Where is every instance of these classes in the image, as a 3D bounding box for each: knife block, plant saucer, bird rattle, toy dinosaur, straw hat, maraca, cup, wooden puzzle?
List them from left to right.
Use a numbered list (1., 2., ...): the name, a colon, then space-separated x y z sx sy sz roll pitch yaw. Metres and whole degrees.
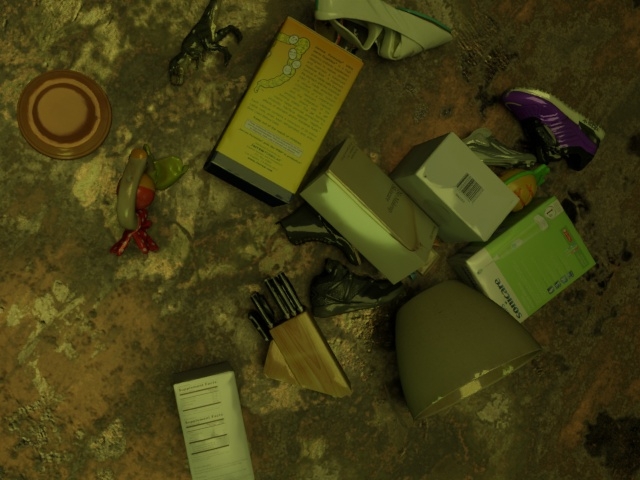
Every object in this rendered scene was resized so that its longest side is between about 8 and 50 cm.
1. plant saucer: -0.559 -0.276 1.661 0.200 0.037 0.199 0 90 -13
2. bird rattle: -0.398 -0.092 1.626 0.143 0.207 0.253 20 76 5
3. toy dinosaur: -0.245 -0.461 1.726 0.118 0.064 0.268 26 81 -6
4. knife block: -0.037 0.206 1.735 0.276 0.088 0.242 16 94 1
5. straw hat: 0.015 -0.534 1.780 0.061 0.144 0.144 33 80 29
6. wooden puzzle: 0.248 0.038 1.868 0.116 0.014 0.078 -42 95 -10
7. cup: 0.301 0.232 1.753 0.331 0.331 0.236 -25 70 -12
8. maraca: 0.486 -0.130 1.876 0.186 0.127 0.099 -24 64 -19

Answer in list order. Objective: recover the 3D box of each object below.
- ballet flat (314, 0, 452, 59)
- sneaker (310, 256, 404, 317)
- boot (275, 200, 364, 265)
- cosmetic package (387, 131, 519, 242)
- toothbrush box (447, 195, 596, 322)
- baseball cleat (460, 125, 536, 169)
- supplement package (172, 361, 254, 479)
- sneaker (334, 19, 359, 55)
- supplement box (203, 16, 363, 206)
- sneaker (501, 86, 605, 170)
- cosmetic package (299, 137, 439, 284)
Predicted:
1. ballet flat: 0.136 -0.487 1.742 0.400 0.139 0.139 14 87 -39
2. sneaker: 0.083 0.097 1.790 0.228 0.087 0.130 -10 99 -8
3. boot: 0.000 0.000 1.784 0.137 0.077 0.197 -33 84 -7
4. cosmetic package: 0.298 -0.116 1.771 0.224 0.225 0.138 43 78 -10
5. toothbrush box: 0.493 0.052 1.871 0.283 0.122 0.206 -36 98 -12
6. baseball cleat: 0.441 -0.230 1.885 0.206 0.072 0.109 0 79 -20
7. supplement package: -0.239 0.409 1.686 0.134 0.139 0.243 -11 93 -12
8. sneaker: 0.074 -0.472 1.789 0.065 0.061 0.157 23 96 31
9. supplement box: -0.089 -0.275 1.693 0.195 0.194 0.356 29 83 -12
10. sneaker: 0.567 -0.268 1.898 0.294 0.102 0.146 26 85 -12
11. cosmetic package: 0.115 -0.067 1.745 0.309 0.113 0.160 42 39 -12
